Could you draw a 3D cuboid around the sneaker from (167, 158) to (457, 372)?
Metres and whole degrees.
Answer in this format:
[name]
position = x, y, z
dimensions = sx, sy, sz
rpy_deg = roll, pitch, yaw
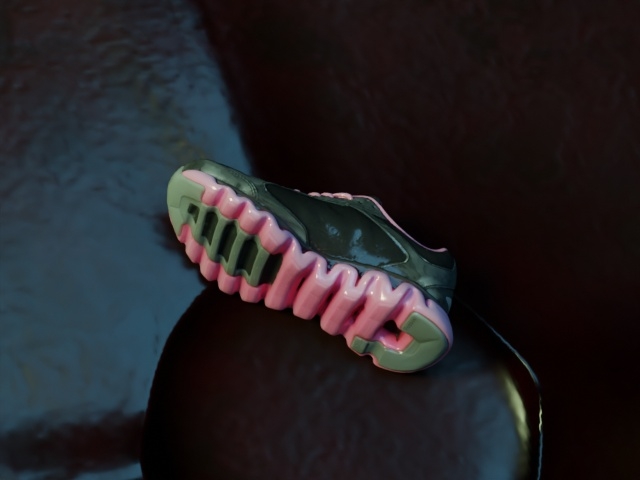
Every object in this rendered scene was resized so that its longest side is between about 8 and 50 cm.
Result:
[sneaker]
position = 0.000, 0.000, 0.625
dimensions = 0.119, 0.047, 0.057
rpy_deg = 30, 49, -7
